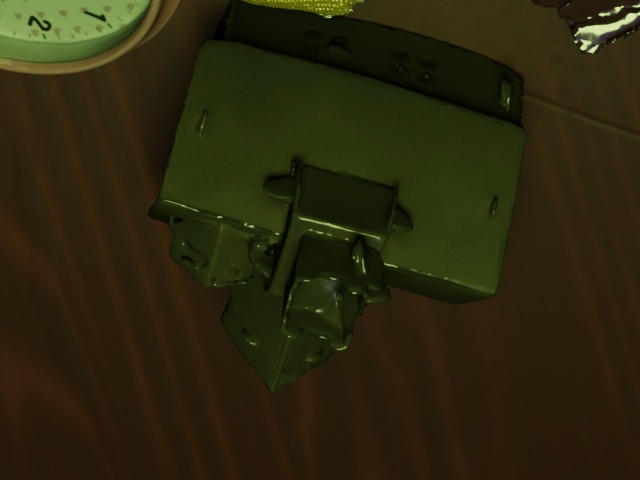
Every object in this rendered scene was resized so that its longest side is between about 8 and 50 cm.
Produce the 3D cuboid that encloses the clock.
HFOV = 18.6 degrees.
[{"bbox_3d":[-0.194,-0.196,1.163,0.244,0.056,0.244,12,142,10],"label":"clock"}]

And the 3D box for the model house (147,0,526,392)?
[{"bbox_3d":[0.000,0.000,1.192,0.211,0.243,0.204,15,120,-6],"label":"model house"}]

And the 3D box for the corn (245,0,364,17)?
[{"bbox_3d":[-0.014,-0.157,1.227,0.083,0.027,0.028,6,153,2],"label":"corn"}]

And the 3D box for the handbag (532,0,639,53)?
[{"bbox_3d":[0.184,-0.239,1.139,0.216,0.074,0.203,-29,114,21],"label":"handbag"}]
